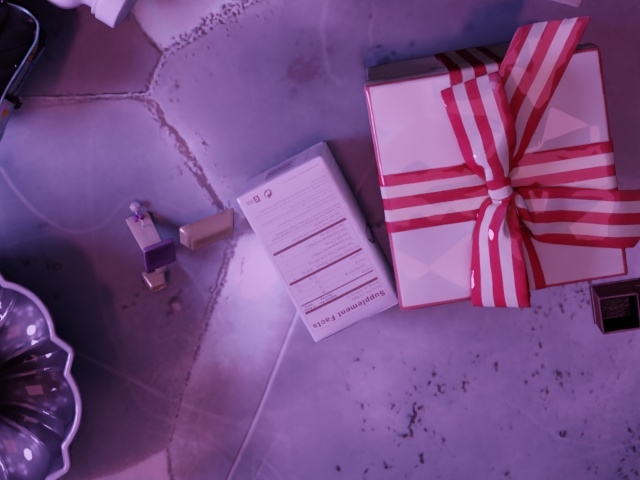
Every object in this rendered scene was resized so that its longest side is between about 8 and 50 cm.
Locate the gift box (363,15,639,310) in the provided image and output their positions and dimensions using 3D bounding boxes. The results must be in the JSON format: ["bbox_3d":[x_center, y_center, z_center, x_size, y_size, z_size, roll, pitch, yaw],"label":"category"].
[{"bbox_3d":[0.186,-0.088,1.308,0.276,0.258,0.255,-14,103,6],"label":"gift box"}]

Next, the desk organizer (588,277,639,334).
[{"bbox_3d":[0.368,0.068,1.444,0.130,0.050,0.047,-9,103,3],"label":"desk organizer"}]

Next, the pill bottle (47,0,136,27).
[{"bbox_3d":[-0.279,-0.316,1.338,0.216,0.121,0.121,33,102,-6],"label":"pill bottle"}]

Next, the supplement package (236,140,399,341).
[{"bbox_3d":[0.000,0.000,1.411,0.105,0.105,0.179,-27,101,7],"label":"supplement package"}]

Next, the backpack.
[{"bbox_3d":[-0.390,-0.169,1.357,0.165,0.144,0.188,24,79,-6],"label":"backpack"}]

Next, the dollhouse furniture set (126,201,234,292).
[{"bbox_3d":[-0.158,-0.013,1.462,0.114,0.091,0.081,-22,60,-16],"label":"dollhouse furniture set"}]

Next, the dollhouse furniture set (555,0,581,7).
[{"bbox_3d":[0.254,-0.309,1.286,0.129,0.184,0.129,14,110,-3],"label":"dollhouse furniture set"}]

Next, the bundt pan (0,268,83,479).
[{"bbox_3d":[-0.413,0.170,1.437,0.330,0.124,0.331,0,92,1],"label":"bundt pan"}]
